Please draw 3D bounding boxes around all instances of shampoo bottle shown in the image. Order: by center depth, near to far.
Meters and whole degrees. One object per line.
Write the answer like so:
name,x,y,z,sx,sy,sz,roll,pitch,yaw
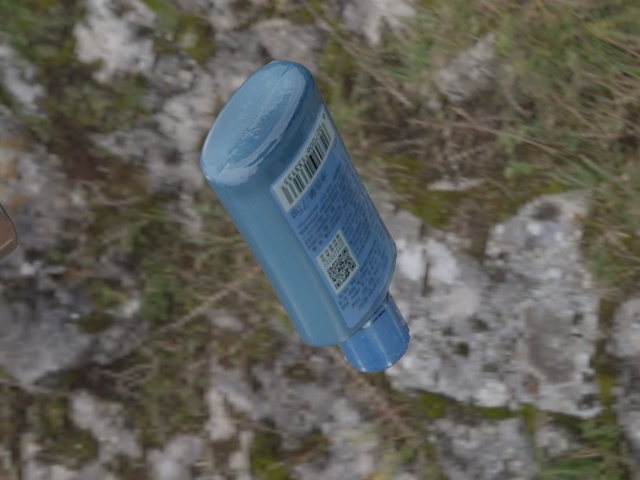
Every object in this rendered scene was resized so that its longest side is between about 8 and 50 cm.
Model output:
shampoo bottle,0.000,0.000,1.293,0.061,0.258,0.104,13,58,32

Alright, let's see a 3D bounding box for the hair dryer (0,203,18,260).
hair dryer,-0.281,0.013,1.260,0.064,0.117,0.181,58,156,-14
